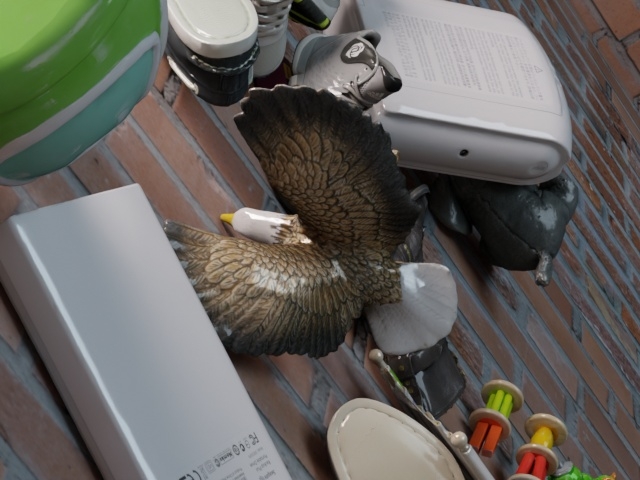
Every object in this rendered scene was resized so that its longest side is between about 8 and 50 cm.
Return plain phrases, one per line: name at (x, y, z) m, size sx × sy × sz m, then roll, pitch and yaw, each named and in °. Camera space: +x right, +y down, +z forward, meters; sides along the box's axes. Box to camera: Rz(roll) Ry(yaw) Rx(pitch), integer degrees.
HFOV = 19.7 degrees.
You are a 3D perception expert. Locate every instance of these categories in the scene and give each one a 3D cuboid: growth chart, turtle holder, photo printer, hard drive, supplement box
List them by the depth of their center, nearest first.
turtle holder at (-0.220, -0.187, 1.381) m, size 0.320 × 0.243 × 0.227 m, roll -64°, pitch 156°, yaw -21°
hard drive at (-0.130, 0.129, 1.514) m, size 0.353 × 0.047 × 0.233 m, roll 63°, pitch 21°, yaw 2°
growth chart at (0.134, 0.213, 1.861) m, size 0.172 × 0.021 × 0.237 m, roll 55°, pitch -6°, yaw -27°
supplement box at (-0.034, -0.165, 2.110) m, size 0.083 × 0.043 × 0.055 m, roll 38°, pitch 32°, yaw -45°
photo printer at (0.170, -0.195, 2.345) m, size 0.307 × 0.107 × 0.256 m, roll 7°, pitch 47°, yaw -25°

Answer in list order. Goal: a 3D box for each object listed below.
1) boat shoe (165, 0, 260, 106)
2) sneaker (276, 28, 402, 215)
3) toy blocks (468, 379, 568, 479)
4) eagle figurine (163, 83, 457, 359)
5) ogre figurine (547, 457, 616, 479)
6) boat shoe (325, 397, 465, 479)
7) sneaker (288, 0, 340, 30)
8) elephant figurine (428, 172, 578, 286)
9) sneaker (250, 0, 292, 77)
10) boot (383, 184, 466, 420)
boat shoe at (-0.141, -0.255, 1.919) m, size 0.302 × 0.114 × 0.091 m, roll -110°, pitch -162°, yaw -46°
sneaker at (0.024, -0.139, 2.017) m, size 0.086 × 0.132 × 0.229 m, roll 36°, pitch 53°, yaw -46°
toy blocks at (0.219, 0.249, 2.142) m, size 0.123 × 0.054 × 0.148 m, roll 37°, pitch 44°, yaw -10°
eagle figurine at (-0.011, 0.000, 1.774) m, size 0.298 × 0.225 × 0.226 m, roll 33°, pitch 43°, yaw -70°
ogre figurine at (0.311, 0.335, 2.217) m, size 0.197 × 0.097 × 0.118 m, roll 22°, pitch 60°, yaw -37°
boat shoe at (0.114, 0.290, 1.802) m, size 0.324 × 0.116 × 0.097 m, roll 47°, pitch -19°, yaw -3°
sneaker at (-0.076, -0.393, 2.101) m, size 0.145 × 0.147 × 0.384 m, roll 25°, pitch -10°, yaw 33°
elephant figurine at (0.215, -0.072, 2.462) m, size 0.239 × 0.186 × 0.169 m, roll 41°, pitch 70°, yaw -20°
sneaker at (-0.067, -0.271, 1.991) m, size 0.092 × 0.087 × 0.229 m, roll 50°, pitch -31°, yaw 47°
boot at (0.101, 0.075, 2.072) m, size 0.229 × 0.091 × 0.263 m, roll 63°, pitch 28°, yaw -13°
